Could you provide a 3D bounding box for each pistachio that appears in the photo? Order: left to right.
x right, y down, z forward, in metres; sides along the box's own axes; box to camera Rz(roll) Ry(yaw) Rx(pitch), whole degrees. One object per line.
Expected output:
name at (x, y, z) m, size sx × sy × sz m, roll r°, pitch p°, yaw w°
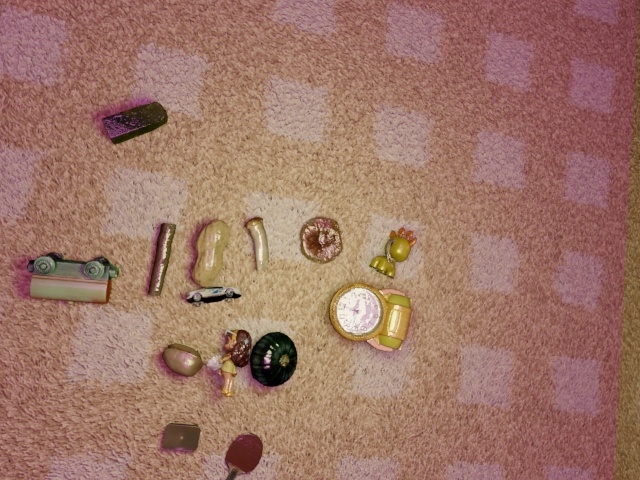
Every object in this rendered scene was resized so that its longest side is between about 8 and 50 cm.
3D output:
pistachio at (-0.498, 0.430, 1.582) m, size 0.149 × 0.113 × 0.113 m, roll 33°, pitch 78°, yaw -11°

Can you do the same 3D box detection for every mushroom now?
mushroom at (-0.240, 0.013, 1.705) m, size 0.071 × 0.084 × 0.209 m, roll -10°, pitch 91°, yaw 6°

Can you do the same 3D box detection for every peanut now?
peanut at (-0.417, 0.045, 1.636) m, size 0.124 × 0.123 × 0.256 m, roll 17°, pitch 85°, yaw -13°

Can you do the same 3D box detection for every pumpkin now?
pumpkin at (-0.171, 0.444, 1.636) m, size 0.202 × 0.140 × 0.201 m, roll 3°, pitch 85°, yaw -44°

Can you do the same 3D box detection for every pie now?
pie at (0.000, 0.000, 1.783) m, size 0.195 × 0.046 × 0.195 m, roll 1°, pitch 85°, yaw -13°

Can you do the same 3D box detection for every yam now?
yam at (-0.585, 0.069, 1.616) m, size 0.061 × 0.061 × 0.274 m, roll 10°, pitch 83°, yaw -14°

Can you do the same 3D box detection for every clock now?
clock at (0.186, 0.295, 1.739) m, size 0.317 × 0.200 × 0.244 m, roll 15°, pitch 78°, yaw -5°

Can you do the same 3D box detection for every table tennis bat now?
table tennis bat at (-0.302, 0.832, 1.644) m, size 0.130 × 0.019 × 0.220 m, roll 33°, pitch 76°, yaw -10°

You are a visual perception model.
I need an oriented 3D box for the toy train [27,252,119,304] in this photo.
toy train at (-0.858, 0.137, 1.518) m, size 0.286 × 0.116 × 0.177 m, roll 7°, pitch 95°, yaw -15°

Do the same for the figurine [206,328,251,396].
figurine at (-0.323, 0.439, 1.595) m, size 0.116 × 0.174 × 0.240 m, roll 13°, pitch 60°, yaw 10°

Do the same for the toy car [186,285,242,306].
toy car at (-0.397, 0.205, 1.638) m, size 0.205 × 0.095 × 0.056 m, roll -7°, pitch 69°, yaw -16°

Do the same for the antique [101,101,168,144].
antique at (-0.681, -0.439, 1.626) m, size 0.221 × 0.080 × 0.081 m, roll -25°, pitch 93°, yaw -17°

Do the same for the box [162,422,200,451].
box at (-0.505, 0.715, 1.594) m, size 0.126 × 0.031 × 0.091 m, roll 10°, pitch 83°, yaw -14°

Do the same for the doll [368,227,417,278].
doll at (0.306, 0.045, 1.824) m, size 0.135 × 0.143 × 0.220 m, roll 38°, pitch 82°, yaw -38°
